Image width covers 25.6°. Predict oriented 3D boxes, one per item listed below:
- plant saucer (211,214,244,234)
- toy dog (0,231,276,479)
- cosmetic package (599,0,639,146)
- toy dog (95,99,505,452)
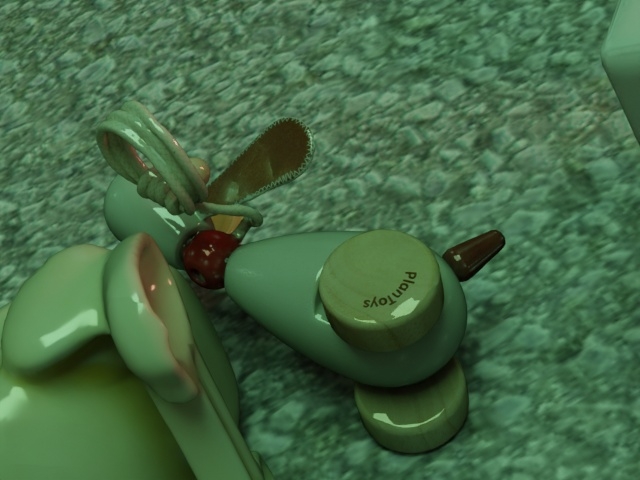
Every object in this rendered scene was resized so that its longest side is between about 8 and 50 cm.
[{"bbox_3d":[-0.105,-0.011,1.227,0.084,0.013,0.083,-12,46,13],"label":"plant saucer"},{"bbox_3d":[-0.256,0.162,0.945,0.408,0.284,0.395,-25,31,-2],"label":"toy dog"},{"bbox_3d":[0.431,-0.116,0.831,0.394,0.329,0.327,-4,45,34],"label":"cosmetic package"},{"bbox_3d":[0.000,0.000,1.044,0.334,0.220,0.161,40,64,13],"label":"toy dog"}]
